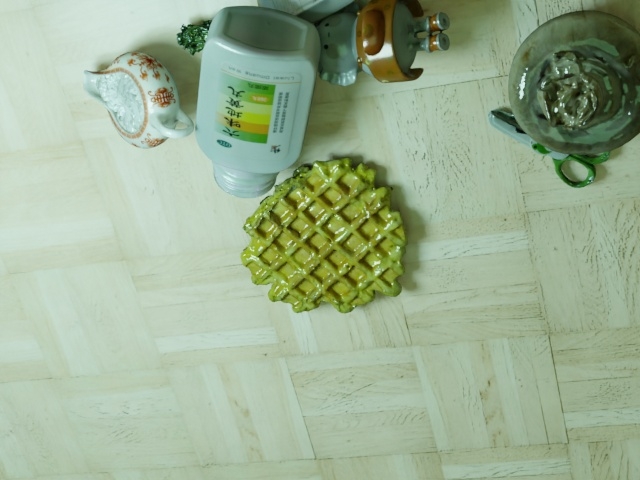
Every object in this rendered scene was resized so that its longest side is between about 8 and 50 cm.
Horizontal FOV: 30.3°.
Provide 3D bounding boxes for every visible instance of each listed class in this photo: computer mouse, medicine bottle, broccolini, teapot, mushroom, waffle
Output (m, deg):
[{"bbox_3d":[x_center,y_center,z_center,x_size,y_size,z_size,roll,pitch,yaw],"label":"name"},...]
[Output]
[{"bbox_3d":[-0.007,-0.396,1.826,0.199,0.045,0.102,-26,79,24],"label":"computer mouse"},{"bbox_3d":[-0.106,-0.213,1.889,0.179,0.124,0.324,10,141,-3],"label":"medicine bottle"},{"bbox_3d":[-0.118,-0.348,1.903,0.239,0.054,0.051,-12,152,16],"label":"broccolini"},{"bbox_3d":[-0.289,-0.228,1.954,0.245,0.116,0.159,30,114,42],"label":"teapot"},{"bbox_3d":[0.396,-0.232,1.774,0.226,0.178,0.226,3,111,8],"label":"mushroom"},{"bbox_3d":[0.001,-0.002,2.072,0.312,0.060,0.307,-9,117,16],"label":"waffle"}]

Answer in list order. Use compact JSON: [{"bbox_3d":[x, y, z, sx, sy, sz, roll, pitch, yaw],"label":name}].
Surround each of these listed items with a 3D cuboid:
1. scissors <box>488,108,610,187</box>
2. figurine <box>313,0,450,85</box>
[{"bbox_3d":[0.363,-0.160,1.911,0.204,0.027,0.101,24,119,-4],"label":"scissors"},{"bbox_3d":[0.077,-0.310,1.842,0.271,0.143,0.143,-4,123,48],"label":"figurine"}]
